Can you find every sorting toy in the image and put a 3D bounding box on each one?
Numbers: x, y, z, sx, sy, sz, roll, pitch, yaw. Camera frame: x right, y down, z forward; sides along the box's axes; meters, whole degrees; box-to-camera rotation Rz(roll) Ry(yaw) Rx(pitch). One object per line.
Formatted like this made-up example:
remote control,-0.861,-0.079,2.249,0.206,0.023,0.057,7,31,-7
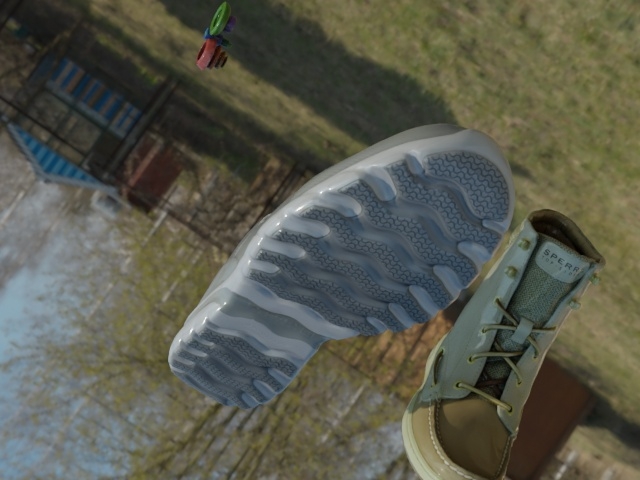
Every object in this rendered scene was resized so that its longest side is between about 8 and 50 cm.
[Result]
sorting toy,-0.142,-0.288,1.316,0.042,0.102,0.061,23,-172,-22

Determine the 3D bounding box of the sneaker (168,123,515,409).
sneaker,0.000,0.000,0.556,0.105,0.115,0.281,36,136,-21

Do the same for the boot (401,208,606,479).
boot,0.133,0.074,0.645,0.077,0.165,0.213,30,-154,-1
